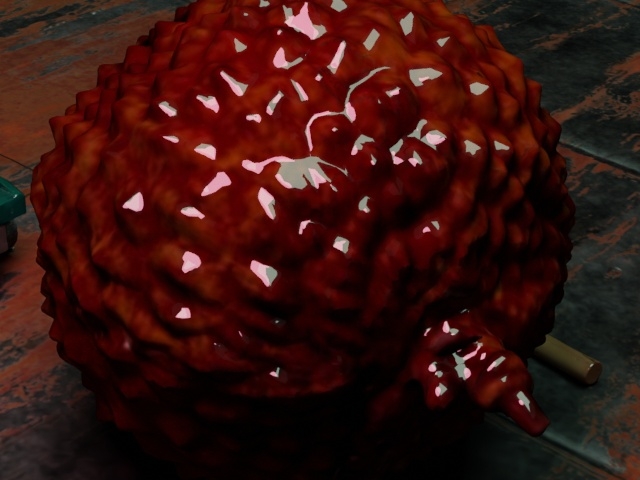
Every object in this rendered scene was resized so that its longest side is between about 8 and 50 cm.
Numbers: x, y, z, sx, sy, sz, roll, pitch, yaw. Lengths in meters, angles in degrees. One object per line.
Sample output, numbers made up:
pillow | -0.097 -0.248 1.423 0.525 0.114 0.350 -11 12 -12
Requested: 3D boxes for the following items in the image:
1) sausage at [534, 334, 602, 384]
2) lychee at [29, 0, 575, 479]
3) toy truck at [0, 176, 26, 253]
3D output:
sausage | 0.213 0.100 1.255 0.026 0.026 0.116 -24 41 -37
lychee | 0.000 0.000 1.026 0.425 0.424 0.500 -21 36 -35
toy truck | -0.443 -0.071 1.318 0.363 0.178 0.176 23 36 32
